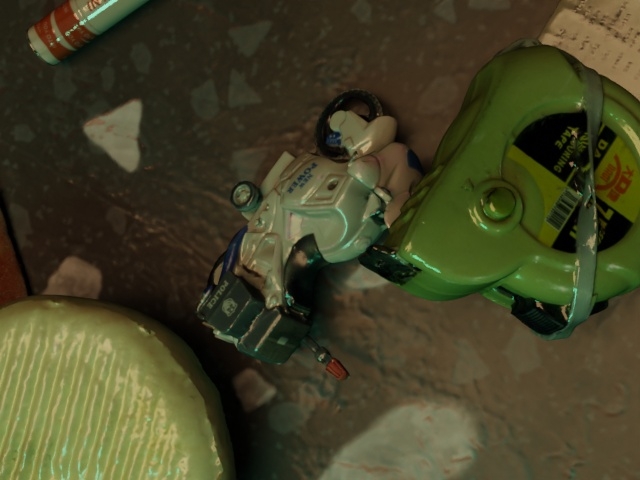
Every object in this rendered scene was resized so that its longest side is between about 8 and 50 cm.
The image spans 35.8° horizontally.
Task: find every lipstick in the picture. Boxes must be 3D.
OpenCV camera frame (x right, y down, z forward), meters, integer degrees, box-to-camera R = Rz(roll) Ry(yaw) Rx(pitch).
[{"bbox_3d":[-0.186,-0.197,0.833,0.130,0.038,0.038,-30,79,16],"label":"lipstick"}]

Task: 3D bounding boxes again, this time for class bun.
[{"bbox_3d":[-0.191,0.180,0.770,0.287,0.146,0.287,0,89,7],"label":"bun"}]

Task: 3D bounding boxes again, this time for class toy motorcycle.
[{"bbox_3d":[0.000,0.000,0.736,0.150,0.102,0.221,42,99,37],"label":"toy motorcycle"}]

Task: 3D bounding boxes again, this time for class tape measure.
[{"bbox_3d":[0.145,-0.031,0.657,0.175,0.106,0.200,30,71,-4],"label":"tape measure"}]

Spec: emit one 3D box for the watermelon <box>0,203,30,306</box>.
[{"bbox_3d":[-0.325,0.059,0.875,0.202,0.136,0.207,43,72,-21],"label":"watermelon"}]

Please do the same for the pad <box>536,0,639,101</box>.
[{"bbox_3d":[0.225,-0.116,0.702,0.159,0.009,0.265,34,99,17],"label":"pad"}]
